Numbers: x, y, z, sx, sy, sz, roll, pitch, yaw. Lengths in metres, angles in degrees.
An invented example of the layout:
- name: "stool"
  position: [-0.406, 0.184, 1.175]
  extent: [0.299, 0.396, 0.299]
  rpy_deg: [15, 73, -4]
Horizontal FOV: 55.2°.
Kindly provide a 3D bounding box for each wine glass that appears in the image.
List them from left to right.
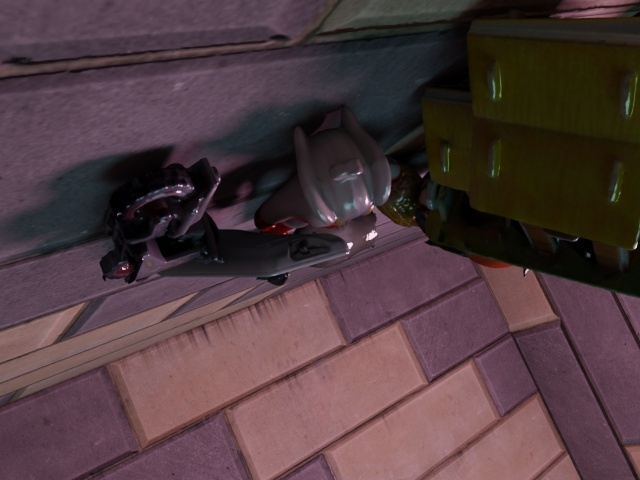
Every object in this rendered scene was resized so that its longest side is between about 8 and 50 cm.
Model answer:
- name: "wine glass"
  position: [0.000, 0.000, 1.053]
  extent: [0.222, 0.103, 0.103]
  rpy_deg: [-20, 172, -36]

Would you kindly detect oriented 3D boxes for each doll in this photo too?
- name: "doll"
  position: [0.010, -0.055, 0.710]
  extent: [0.188, 0.099, 0.384]
  rpy_deg: [-24, 177, -4]

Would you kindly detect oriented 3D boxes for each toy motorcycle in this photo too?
- name: "toy motorcycle"
  position: [-0.135, -0.011, 0.561]
  extent: [0.122, 0.080, 0.215]
  rpy_deg: [-21, 168, -28]

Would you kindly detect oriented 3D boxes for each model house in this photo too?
- name: "model house"
  position: [0.241, -0.160, 0.591]
  extent: [0.300, 0.340, 0.323]
  rpy_deg: [17, 170, 33]

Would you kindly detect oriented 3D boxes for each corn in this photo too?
- name: "corn"
  position: [0.138, -0.073, 1.006]
  extent: [0.097, 0.097, 0.320]
  rpy_deg: [-26, 171, 12]

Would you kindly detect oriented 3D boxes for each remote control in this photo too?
- name: "remote control"
  position: [-0.095, 0.013, 0.695]
  extent: [0.103, 0.051, 0.293]
  rpy_deg: [-15, -171, -36]

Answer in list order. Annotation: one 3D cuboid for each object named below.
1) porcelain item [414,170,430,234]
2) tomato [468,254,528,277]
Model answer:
- name: "porcelain item"
  position: [0.266, -0.091, 0.869]
  extent: [0.288, 0.138, 0.186]
  rpy_deg: [-38, 162, 5]
- name: "tomato"
  position: [0.329, -0.071, 1.063]
  extent: [0.256, 0.224, 0.256]
  rpy_deg: [-41, 165, -13]
